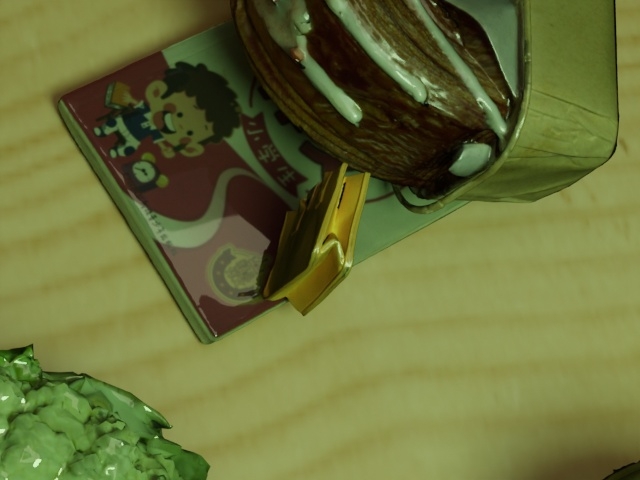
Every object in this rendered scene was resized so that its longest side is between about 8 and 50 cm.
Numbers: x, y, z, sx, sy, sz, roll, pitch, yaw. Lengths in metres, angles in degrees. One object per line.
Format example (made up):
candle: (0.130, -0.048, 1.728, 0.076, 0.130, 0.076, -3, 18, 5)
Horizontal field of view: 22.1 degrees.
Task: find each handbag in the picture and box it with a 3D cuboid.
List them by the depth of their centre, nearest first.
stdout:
handbag: (0.000, 0.000, 0.853, 0.027, 0.083, 0.061, 22, 64, -12)

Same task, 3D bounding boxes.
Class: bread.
bread: (0.058, -0.127, 0.899, 0.212, 0.142, 0.224, 16, 62, -25)

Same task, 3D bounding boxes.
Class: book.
book: (-0.010, -0.059, 0.933, 0.232, 0.022, 0.162, -28, 80, -24)

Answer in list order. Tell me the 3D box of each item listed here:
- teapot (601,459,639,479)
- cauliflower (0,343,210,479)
teapot: (0.204, 0.198, 0.784, 0.269, 0.173, 0.182, -20, 30, 6)
cauliflower: (-0.103, 0.152, 0.721, 0.272, 0.275, 0.250, 7, 32, -3)
